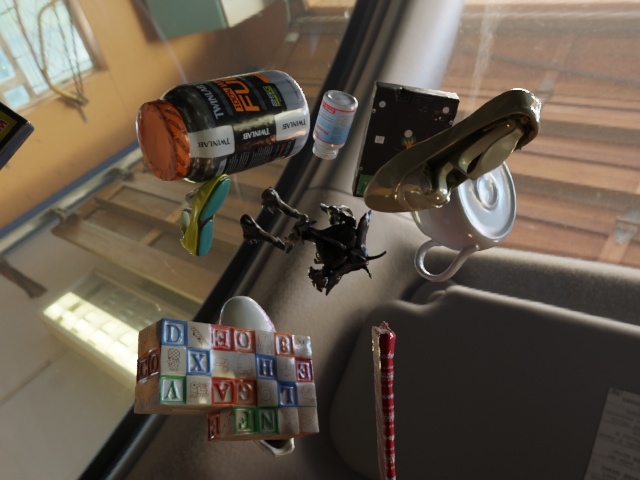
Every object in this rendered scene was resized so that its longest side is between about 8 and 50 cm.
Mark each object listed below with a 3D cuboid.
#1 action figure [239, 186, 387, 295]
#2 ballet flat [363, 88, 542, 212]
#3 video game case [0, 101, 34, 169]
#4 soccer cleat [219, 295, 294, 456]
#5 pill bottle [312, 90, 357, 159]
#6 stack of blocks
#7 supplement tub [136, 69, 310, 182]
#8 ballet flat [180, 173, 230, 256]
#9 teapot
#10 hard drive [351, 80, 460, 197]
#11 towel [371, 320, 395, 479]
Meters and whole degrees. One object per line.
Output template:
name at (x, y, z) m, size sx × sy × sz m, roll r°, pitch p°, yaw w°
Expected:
action figure at (0.000, 0.000, 0.989) m, size 0.275 × 0.141 × 0.164 m, roll 26°, pitch -93°, yaw 27°
ballet flat at (0.156, -0.091, 0.685) m, size 0.248 × 0.086 × 0.086 m, roll -35°, pitch -151°, yaw 26°
video game case at (-0.515, -0.096, 0.621) m, size 0.275 × 0.248 × 0.035 m, roll -56°, pitch -174°, yaw -13°
soccer cleat at (-0.114, 0.273, 1.128) m, size 0.116 × 0.331 × 0.143 m, roll -17°, pitch -176°, yaw -17°
pill bottle at (0.031, -0.289, 1.416) m, size 0.087 × 0.160 × 0.087 m, roll 12°, pitch -143°, yaw -9°
stack of blocks at (-0.148, 0.238, 0.924) m, size 0.087 × 0.297 × 0.171 m, roll -29°, pitch -123°, yaw 41°
supplement tub at (-0.207, -0.247, 1.219) m, size 0.338 × 0.207 × 0.207 m, roll -24°, pitch -145°, yaw -38°
ballet flat at (-0.258, -0.061, 1.194) m, size 0.077 × 0.231 × 0.077 m, roll 34°, pitch -140°, yaw 11°
teapot at (0.276, -0.081, 1.185) m, size 0.187 × 0.253 × 0.256 m, roll -16°, pitch -166°, yaw 49°
hard drive at (0.235, -0.269, 1.601) m, size 0.236 × 0.339 × 0.064 m, roll 7°, pitch -148°, yaw -5°
towel at (0.109, 0.277, 0.925) m, size 0.031 × 0.275 × 0.199 m, roll -2°, pitch 176°, yaw 3°
